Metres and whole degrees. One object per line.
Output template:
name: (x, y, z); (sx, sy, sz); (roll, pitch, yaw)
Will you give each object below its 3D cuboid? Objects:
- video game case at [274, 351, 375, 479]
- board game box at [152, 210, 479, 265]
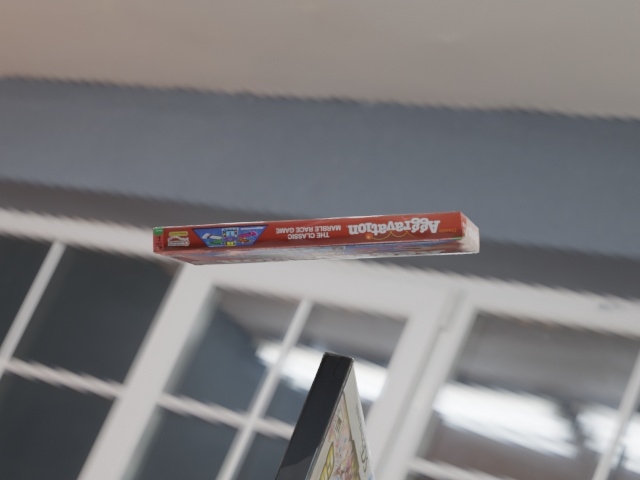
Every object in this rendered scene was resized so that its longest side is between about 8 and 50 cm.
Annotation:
video game case: (-0.009, 0.290, 1.688); (0.035, 0.275, 0.248); (11, -36, 16)
board game box: (0.000, 0.000, 1.582); (0.281, 0.027, 0.145); (-3, -5, 11)
